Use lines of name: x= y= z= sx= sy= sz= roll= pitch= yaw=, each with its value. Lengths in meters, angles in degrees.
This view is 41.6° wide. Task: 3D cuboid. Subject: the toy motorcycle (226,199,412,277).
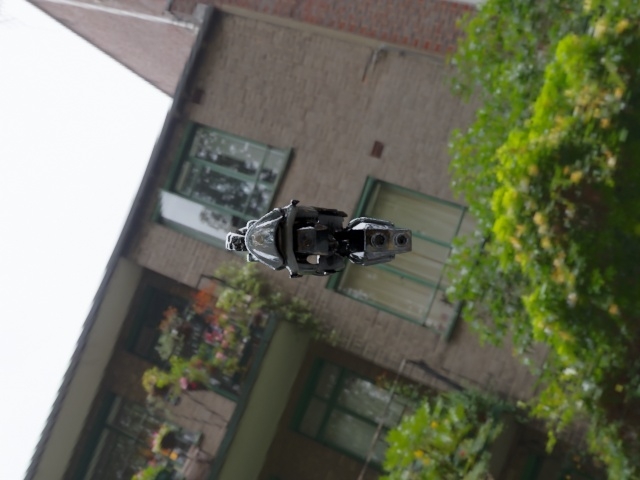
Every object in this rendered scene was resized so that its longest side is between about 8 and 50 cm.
toy motorcycle: x=0.000 y=0.000 z=1.196 sx=0.159 sy=0.271 sz=0.106 roll=146 pitch=124 yaw=-86
